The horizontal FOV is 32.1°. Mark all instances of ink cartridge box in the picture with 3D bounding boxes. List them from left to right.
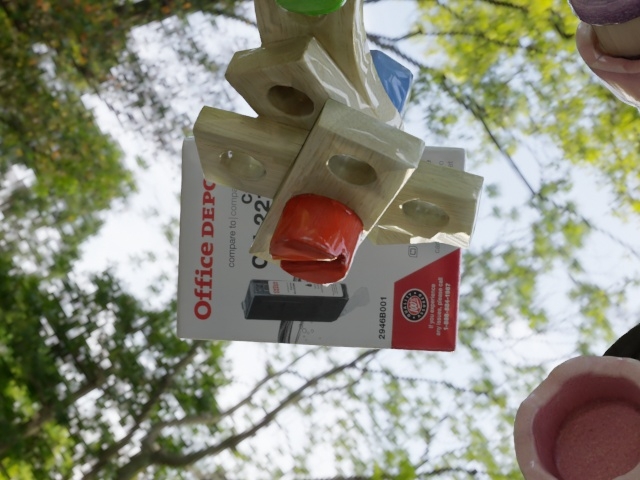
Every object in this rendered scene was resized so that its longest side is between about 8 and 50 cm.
[{"bbox_3d":[0.000,0.000,1.093,0.114,0.273,0.196,-42,134,-84],"label":"ink cartridge box"}]

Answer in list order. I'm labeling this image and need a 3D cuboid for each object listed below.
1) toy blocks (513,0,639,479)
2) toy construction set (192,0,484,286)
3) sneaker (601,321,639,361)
[{"bbox_3d":[0.225,-0.040,0.413,0.309,0.288,0.260,-7,-37,33],"label":"toy blocks"},{"bbox_3d":[0.019,-0.153,0.399,0.215,0.151,0.327,-27,-129,54],"label":"toy construction set"},{"bbox_3d":[0.289,0.030,0.616,0.300,0.121,0.111,-30,-102,17],"label":"sneaker"}]
